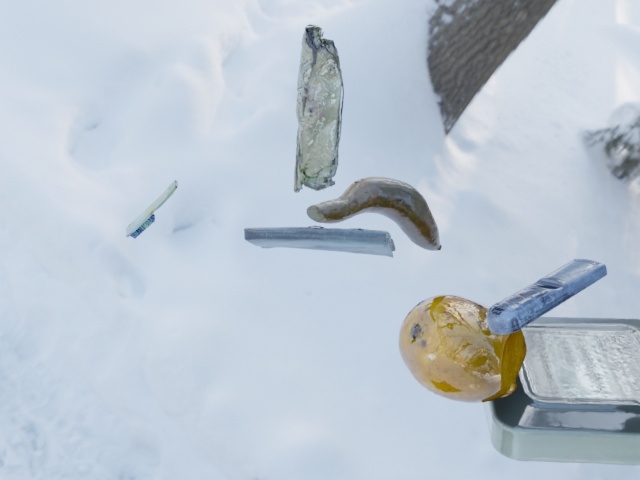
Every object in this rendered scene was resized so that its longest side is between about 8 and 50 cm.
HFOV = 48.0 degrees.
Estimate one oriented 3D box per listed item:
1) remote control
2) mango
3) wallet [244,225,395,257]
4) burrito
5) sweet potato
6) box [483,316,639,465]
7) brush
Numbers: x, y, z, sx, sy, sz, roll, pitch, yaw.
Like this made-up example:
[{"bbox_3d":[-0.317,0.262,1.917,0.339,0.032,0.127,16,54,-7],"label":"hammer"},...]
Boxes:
[{"bbox_3d":[0.232,0.055,0.745,0.152,0.043,0.027,-23,103,-28],"label":"remote control"},{"bbox_3d":[0.234,0.167,1.171,0.191,0.160,0.290,11,5,32],"label":"mango"},{"bbox_3d":[0.000,0.000,1.868,0.378,0.046,0.191,3,-11,11],"label":"wallet"},{"bbox_3d":[-0.005,-0.180,0.995,0.063,0.230,0.058,11,15,31],"label":"burrito"},{"bbox_3d":[0.117,-0.058,1.275,0.346,0.079,0.108,12,79,-40],"label":"sweet potato"},{"bbox_3d":[0.476,0.250,1.293,0.373,0.091,0.367,0,25,5],"label":"box"},{"bbox_3d":[-0.355,-0.062,1.535,0.030,0.178,0.033,37,27,-27],"label":"brush"}]
